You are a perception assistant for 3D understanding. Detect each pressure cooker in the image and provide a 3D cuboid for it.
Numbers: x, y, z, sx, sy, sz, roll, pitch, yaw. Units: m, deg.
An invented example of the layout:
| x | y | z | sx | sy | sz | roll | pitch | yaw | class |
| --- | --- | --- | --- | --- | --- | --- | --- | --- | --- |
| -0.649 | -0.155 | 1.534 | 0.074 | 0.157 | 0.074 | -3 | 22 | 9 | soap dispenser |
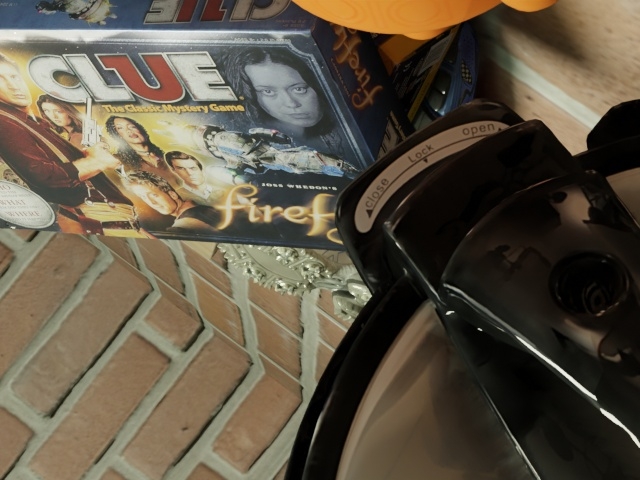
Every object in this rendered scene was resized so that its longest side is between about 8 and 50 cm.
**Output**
| x | y | z | sx | sy | sz | roll | pitch | yaw | class |
| --- | --- | --- | --- | --- | --- | --- | --- | --- | --- |
| 0.160 | 0.144 | 0.754 | 0.370 | 0.375 | 0.420 | 11 | 166 | 5 | pressure cooker |

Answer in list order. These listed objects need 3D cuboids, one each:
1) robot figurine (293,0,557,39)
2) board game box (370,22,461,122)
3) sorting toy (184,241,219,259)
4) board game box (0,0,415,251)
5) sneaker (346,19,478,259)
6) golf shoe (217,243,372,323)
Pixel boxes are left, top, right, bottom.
| x | y | z | sx | sy | sz | roll | pitch | yaw | class |
| --- | --- | --- | --- | --- | --- | --- | --- | --- | --- |
| 0.021 | -0.149 | 0.575 | 0.128 | 0.158 | 0.219 | -10 | 156 | 9 | robot figurine |
| -0.014 | -0.100 | 0.901 | 0.141 | 0.048 | 0.170 | 46 | 151 | 13 | board game box |
| -0.156 | -0.113 | 1.426 | 0.257 | 0.089 | 0.255 | 38 | 169 | 0 | sorting toy |
| -0.082 | -0.061 | 0.850 | 0.243 | 0.042 | 0.165 | 3 | 146 | 26 | board game box |
| 0.054 | -0.062 | 0.990 | 0.083 | 0.087 | 0.221 | 47 | 156 | 18 | sneaker |
| 0.000 | 0.000 | 1.329 | 0.176 | 0.086 | 0.069 | 26 | 150 | -28 | golf shoe |
